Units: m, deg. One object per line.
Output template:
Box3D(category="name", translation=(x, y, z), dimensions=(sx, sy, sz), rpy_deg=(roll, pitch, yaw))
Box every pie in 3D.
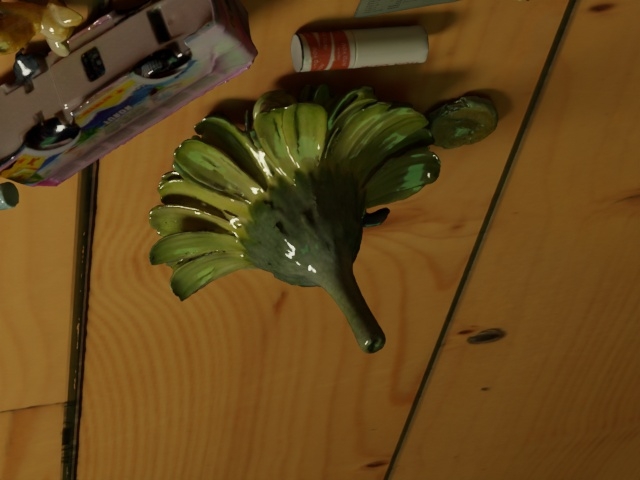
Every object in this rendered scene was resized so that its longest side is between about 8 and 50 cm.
Box3D(category="pie", translation=(0.149, -0.125, 1.958), dimensions=(0.084, 0.020, 0.084), rpy_deg=(-10, 148, -6))

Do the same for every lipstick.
Box3D(category="lipstick", translation=(0.038, -0.187, 1.787), dimensions=(0.131, 0.038, 0.038), rpy_deg=(-6, 148, -17))

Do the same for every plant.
Box3D(category="plant", translation=(0.005, -0.021, 1.905), dimensions=(0.306, 0.297, 0.261), rpy_deg=(-53, 167, 24))

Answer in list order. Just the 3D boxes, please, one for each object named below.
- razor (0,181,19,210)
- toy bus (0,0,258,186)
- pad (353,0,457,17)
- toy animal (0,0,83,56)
Box3D(category="razor", translation=(-0.383, -0.025, 1.764), dimensions=(0.232, 0.068, 0.106), rpy_deg=(-11, 156, 30))
Box3D(category="toy bus", translation=(-0.188, -0.150, 1.692), dimensions=(0.274, 0.090, 0.112), rpy_deg=(-29, 154, 20))
Box3D(category="pad", translation=(0.168, -0.252, 1.719), dimensions=(0.265, 0.009, 0.159), rpy_deg=(-11, 171, -9))
Box3D(category="toy animal", translation=(-0.253, -0.183, 1.627), dimensions=(0.083, 0.081, 0.060), rpy_deg=(9, 143, -3))
